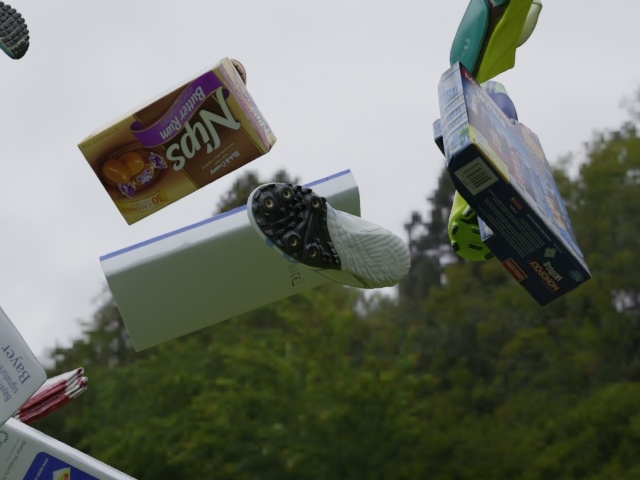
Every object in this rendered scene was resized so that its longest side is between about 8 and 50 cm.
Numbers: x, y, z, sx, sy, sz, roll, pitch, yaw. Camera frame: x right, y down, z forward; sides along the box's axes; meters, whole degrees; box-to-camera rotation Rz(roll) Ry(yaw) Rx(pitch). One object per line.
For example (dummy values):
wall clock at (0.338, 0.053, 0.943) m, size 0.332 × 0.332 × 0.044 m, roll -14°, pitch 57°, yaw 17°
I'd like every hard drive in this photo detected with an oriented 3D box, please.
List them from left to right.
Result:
hard drive at (-0.102, 0.029, 1.676) m, size 0.319 × 0.040 × 0.210 m, roll -20°, pitch -29°, yaw -8°

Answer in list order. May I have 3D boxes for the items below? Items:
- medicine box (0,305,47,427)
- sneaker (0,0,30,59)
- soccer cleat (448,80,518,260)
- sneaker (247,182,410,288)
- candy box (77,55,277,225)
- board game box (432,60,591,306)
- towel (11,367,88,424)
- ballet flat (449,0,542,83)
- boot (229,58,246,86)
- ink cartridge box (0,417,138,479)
medicine box at (-0.372, 0.131, 0.844) m, size 0.263 × 0.149 × 0.289 m, roll -13°, pitch 25°, yaw 44°
sneaker at (-0.533, -0.355, 2.153) m, size 0.063 × 0.162 × 0.073 m, roll -41°, pitch 1°, yaw -42°
soccer cleat at (0.236, -0.094, 1.893) m, size 0.093 × 0.121 × 0.289 m, roll 7°, pitch -48°, yaw 8°
sneaker at (0.000, 0.000, 1.462) m, size 0.086 × 0.085 × 0.237 m, roll -2°, pitch -19°, yaw 44°
candy box at (-0.154, -0.106, 1.443) m, size 0.187 × 0.109 × 0.053 m, roll -25°, pitch 15°, yaw 20°
board game box at (0.169, -0.068, 1.275) m, size 0.060 × 0.194 × 0.194 m, roll -33°, pitch -61°, yaw 21°
towel at (-0.489, 0.277, 1.794) m, size 0.237 × 0.037 × 0.329 m, roll -20°, pitch 8°, yaw 46°
ballet flat at (0.186, -0.241, 1.300) m, size 0.077 × 0.077 × 0.231 m, roll -10°, pitch -32°, yaw -16°
boot at (-0.120, -0.184, 1.676) m, size 0.059 × 0.084 × 0.158 m, roll 27°, pitch -39°, yaw 1°
ink cartridge box at (-0.258, 0.329, 1.461) m, size 0.333 × 0.165 × 0.065 m, roll 30°, pitch -4°, yaw -12°
